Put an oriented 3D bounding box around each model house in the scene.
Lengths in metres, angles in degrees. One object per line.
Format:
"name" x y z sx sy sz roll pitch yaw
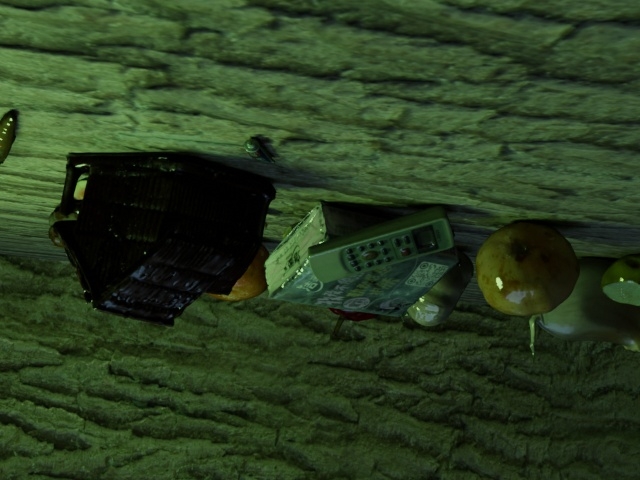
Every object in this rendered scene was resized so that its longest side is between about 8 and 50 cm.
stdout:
"model house" -0.278 0.010 1.513 0.297 0.282 0.317 -1 169 39

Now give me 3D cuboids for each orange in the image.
"orange" -0.242 0.071 2.375 0.224 0.170 0.224 -3 152 -1

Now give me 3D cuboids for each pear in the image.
"pear" 0.740 0.085 2.018 0.141 0.104 0.141 18 151 10

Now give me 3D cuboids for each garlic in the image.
"garlic" 0.650 0.159 2.172 0.340 0.245 0.231 -4 -172 -14
"garlic" 0.292 0.113 2.193 0.152 0.227 0.228 33 -179 18

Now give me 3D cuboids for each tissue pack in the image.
"tissue pack" 0.090 0.052 1.853 0.362 0.122 0.259 11 139 -30

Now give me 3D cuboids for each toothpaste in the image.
"toothpaste" -0.096 -0.134 1.304 0.037 0.021 0.140 9 175 6

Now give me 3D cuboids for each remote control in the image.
"remote control" 0.118 0.014 1.674 0.286 0.038 0.123 -17 145 5

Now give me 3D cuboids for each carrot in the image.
"carrot" -0.500 -0.159 1.336 0.049 0.049 0.254 9 167 -27

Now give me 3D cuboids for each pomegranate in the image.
"pomegranate" 0.413 0.061 1.722 0.207 0.207 0.207 5 172 1

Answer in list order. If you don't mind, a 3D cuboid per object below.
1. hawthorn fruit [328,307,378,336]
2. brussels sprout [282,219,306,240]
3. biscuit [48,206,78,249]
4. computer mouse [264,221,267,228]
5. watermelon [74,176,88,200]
"hawthorn fruit" 0.083 0.113 2.133 0.210 0.266 0.230 27 176 13
"brussels sprout" 0.000 -0.003 1.930 0.181 0.100 0.139 27 157 -34
"biscuit" -0.524 -0.017 2.160 0.332 0.103 0.332 6 173 1
"computer mouse" -0.215 -0.053 1.885 0.199 0.044 0.102 5 173 2
"watermelon" -0.405 -0.079 1.660 0.125 0.094 0.135 -13 166 43
